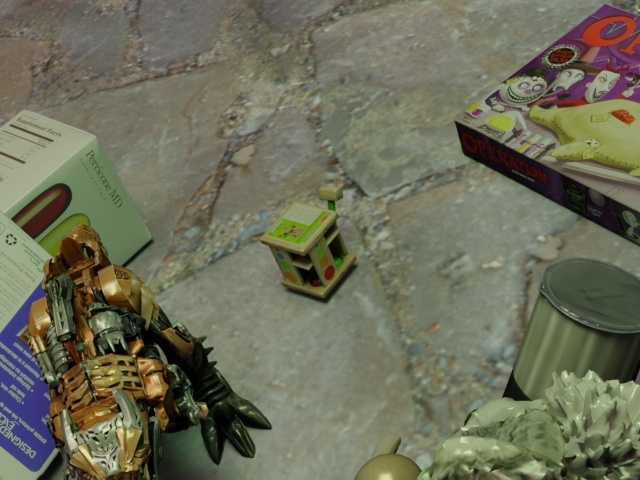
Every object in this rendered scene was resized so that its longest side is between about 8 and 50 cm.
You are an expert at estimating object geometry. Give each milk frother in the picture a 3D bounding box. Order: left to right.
[{"bbox_3d":[0.180,0.071,0.878,0.129,0.135,0.143,-3,36,-24],"label":"milk frother"}]

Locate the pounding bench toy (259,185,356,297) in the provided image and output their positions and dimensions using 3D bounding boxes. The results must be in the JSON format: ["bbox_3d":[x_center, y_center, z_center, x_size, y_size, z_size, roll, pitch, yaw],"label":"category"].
[{"bbox_3d":[0.000,0.000,1.104,0.052,0.065,0.083,15,53,39],"label":"pounding bench toy"}]

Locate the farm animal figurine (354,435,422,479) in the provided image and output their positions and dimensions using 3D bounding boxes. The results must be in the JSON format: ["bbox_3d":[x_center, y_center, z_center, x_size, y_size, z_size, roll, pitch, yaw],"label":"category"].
[{"bbox_3d":[0.015,0.235,0.745,0.326,0.172,0.330,5,47,31],"label":"farm animal figurine"}]

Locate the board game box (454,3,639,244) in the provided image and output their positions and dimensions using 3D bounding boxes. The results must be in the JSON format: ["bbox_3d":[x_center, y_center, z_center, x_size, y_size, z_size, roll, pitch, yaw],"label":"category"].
[{"bbox_3d":[0.303,-0.090,1.072,0.208,0.056,0.347,-35,40,-20],"label":"board game box"}]

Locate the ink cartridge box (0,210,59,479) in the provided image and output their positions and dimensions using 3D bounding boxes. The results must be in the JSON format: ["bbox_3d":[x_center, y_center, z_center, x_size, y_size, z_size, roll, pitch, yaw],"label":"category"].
[{"bbox_3d":[-0.284,0.091,1.042,0.045,0.206,0.208,-27,24,49],"label":"ink cartridge box"}]

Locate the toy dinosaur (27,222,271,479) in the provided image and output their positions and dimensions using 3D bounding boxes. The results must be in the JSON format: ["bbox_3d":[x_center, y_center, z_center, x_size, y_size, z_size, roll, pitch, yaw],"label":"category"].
[{"bbox_3d":[-0.152,0.087,0.960,0.164,0.218,0.322,-12,41,16],"label":"toy dinosaur"}]

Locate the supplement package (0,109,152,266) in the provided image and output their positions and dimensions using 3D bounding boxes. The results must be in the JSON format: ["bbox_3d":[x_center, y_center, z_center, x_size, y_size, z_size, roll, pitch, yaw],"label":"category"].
[{"bbox_3d":[-0.308,0.009,1.190,0.134,0.139,0.244,22,58,43],"label":"supplement package"}]

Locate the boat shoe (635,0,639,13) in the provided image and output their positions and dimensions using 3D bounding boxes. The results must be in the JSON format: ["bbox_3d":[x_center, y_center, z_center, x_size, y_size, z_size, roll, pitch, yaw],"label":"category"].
[{"bbox_3d":[0.336,-0.244,1.206,0.065,0.075,0.206,-27,44,-9],"label":"boat shoe"}]

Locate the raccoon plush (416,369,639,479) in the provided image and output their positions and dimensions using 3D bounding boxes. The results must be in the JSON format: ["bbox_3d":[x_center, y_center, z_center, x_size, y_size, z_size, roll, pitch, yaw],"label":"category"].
[{"bbox_3d":[0.242,0.151,0.552,0.299,0.216,0.446,-14,11,-32],"label":"raccoon plush"}]
